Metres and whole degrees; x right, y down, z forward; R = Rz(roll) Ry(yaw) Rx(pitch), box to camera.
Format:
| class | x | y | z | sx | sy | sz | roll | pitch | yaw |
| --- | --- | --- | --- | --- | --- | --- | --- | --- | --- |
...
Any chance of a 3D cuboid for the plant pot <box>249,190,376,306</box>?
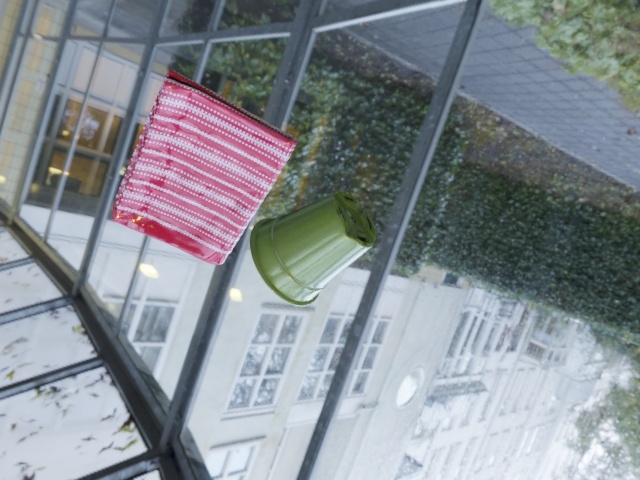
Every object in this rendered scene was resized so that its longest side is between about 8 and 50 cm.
| class | x | y | z | sx | sy | sz | roll | pitch | yaw |
| --- | --- | --- | --- | --- | --- | --- | --- | --- | --- |
| plant pot | 0.000 | 0.000 | 0.417 | 0.083 | 0.079 | 0.083 | 37 | -144 | -33 |

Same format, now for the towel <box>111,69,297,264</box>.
| class | x | y | z | sx | sy | sz | roll | pitch | yaw |
| --- | --- | --- | --- | --- | --- | --- | --- | --- | --- |
| towel | -0.182 | -0.088 | 0.759 | 0.199 | 0.274 | 0.031 | 27 | -144 | -15 |
